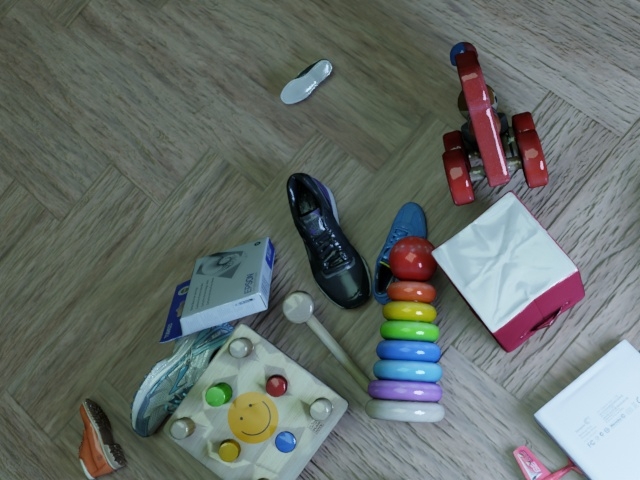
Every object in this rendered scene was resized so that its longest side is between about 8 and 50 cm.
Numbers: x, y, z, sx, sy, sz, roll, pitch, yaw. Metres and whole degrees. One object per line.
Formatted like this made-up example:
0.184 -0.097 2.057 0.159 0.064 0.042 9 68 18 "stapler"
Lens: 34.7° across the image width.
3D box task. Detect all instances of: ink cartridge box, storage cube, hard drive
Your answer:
-0.202 0.091 1.962 0.224 0.045 0.223 -20 26 11 "ink cartridge box"
0.329 0.057 1.793 0.184 0.193 0.215 -37 68 5 "storage cube"
0.543 0.348 1.703 0.210 0.040 0.318 -38 66 -7 "hard drive"

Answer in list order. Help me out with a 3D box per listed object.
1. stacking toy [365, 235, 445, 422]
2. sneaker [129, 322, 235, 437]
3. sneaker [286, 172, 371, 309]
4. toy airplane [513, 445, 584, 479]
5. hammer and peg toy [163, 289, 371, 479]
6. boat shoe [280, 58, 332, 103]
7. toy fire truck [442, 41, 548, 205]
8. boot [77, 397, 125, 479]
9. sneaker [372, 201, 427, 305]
0.157 0.155 1.826 0.141 0.141 0.330 1 83 18 "stacking toy"
-0.257 0.269 1.969 0.122 0.110 0.283 33 88 17 "sneaker"
0.000 0.000 1.953 0.107 0.124 0.283 -29 68 9 "sneaker"
0.402 0.403 1.756 0.151 0.028 0.151 -4 74 16 "toy airplane"
-0.082 0.282 1.859 0.266 0.127 0.361 37 92 8 "hammer and peg toy"
-0.030 -0.329 2.107 0.125 0.038 0.046 -42 108 9 "boat shoe"
0.288 -0.219 1.809 0.169 0.302 0.253 -13 110 11 "toy fire truck"
-0.455 0.393 2.023 0.085 0.059 0.158 -31 68 12 "boot"
0.148 0.021 1.924 0.069 0.082 0.209 13 77 23 "sneaker"
